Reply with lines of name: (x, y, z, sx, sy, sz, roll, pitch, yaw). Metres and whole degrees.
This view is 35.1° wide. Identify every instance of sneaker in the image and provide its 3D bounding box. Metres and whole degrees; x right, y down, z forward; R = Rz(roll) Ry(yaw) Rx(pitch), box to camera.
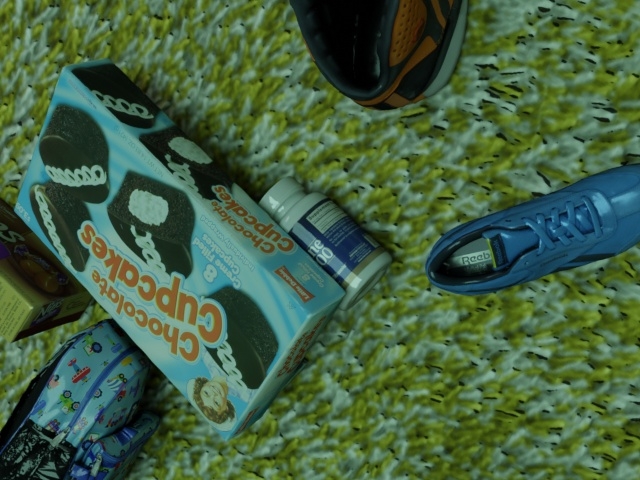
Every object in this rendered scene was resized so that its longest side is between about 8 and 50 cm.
sneaker: (0.066, -0.257, 0.769, 0.124, 0.180, 0.321, 9, 102, 21)
sneaker: (0.183, -0.003, 0.816, 0.209, 0.082, 0.069, -21, 88, 23)

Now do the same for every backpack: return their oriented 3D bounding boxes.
backpack: (-0.223, 0.167, 0.978, 0.117, 0.158, 0.173, 33, 98, 6)

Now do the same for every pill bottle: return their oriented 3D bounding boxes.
pill bottle: (0.000, 0.000, 0.899, 0.120, 0.067, 0.067, 43, 111, 12)

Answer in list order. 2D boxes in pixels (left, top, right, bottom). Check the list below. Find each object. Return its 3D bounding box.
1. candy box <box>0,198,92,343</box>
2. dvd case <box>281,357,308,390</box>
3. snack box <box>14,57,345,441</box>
candy box: (-0.329, 0.015, 1.017, 0.186, 0.109, 0.053, 41, 111, 13)
dvd case: (-0.080, 0.103, 0.978, 0.119, 0.013, 0.087, 46, 112, 12)
snack box: (-0.141, 0.008, 0.926, 0.322, 0.060, 0.187, 44, 129, 15)
